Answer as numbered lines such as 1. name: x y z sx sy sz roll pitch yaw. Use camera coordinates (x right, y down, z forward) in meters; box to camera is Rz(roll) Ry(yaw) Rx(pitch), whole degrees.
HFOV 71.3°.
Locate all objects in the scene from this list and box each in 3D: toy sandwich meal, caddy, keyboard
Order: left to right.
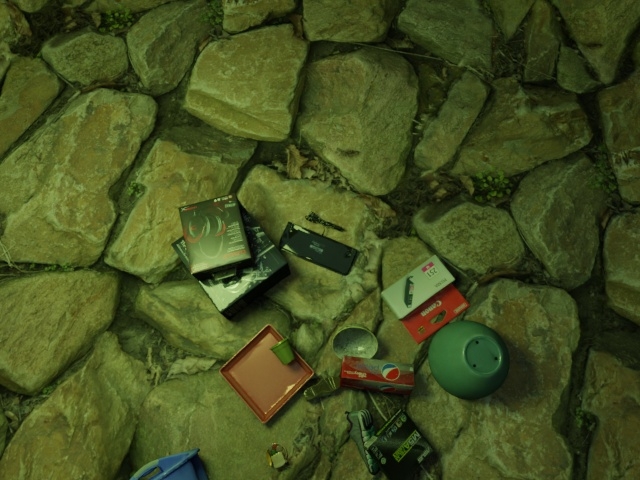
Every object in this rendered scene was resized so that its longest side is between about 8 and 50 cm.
1. caddy: -0.535 0.821 1.467 0.341 0.241 0.179 -32 78 -10
2. toy sandwich meal: -0.158 0.767 1.588 0.085 0.029 0.086 0 71 1
3. keyboard: 0.000 0.000 1.844 0.317 0.033 0.202 23 80 7

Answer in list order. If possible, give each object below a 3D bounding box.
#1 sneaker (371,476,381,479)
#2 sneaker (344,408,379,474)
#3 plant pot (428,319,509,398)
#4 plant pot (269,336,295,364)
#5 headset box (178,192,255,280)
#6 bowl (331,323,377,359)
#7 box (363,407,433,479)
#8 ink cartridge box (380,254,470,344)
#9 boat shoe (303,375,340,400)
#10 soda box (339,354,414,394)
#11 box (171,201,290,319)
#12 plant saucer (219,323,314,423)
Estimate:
1. sneaker: 0.213 0.855 1.549 0.083 0.035 0.031 36 75 12
2. sneaker: 0.151 0.715 1.593 0.098 0.083 0.224 -16 83 37
3. plant pot: 0.553 0.421 1.607 0.290 0.195 0.290 0 71 1
4. plant pot: -0.132 0.411 1.639 0.083 0.083 0.079 -31 85 -9
5. headset box: -0.372 0.001 1.618 0.218 0.110 0.293 -15 71 -5
6. bowl: 0.128 0.369 1.677 0.170 0.170 0.080 3 27 2
7. box: 0.272 0.720 1.548 0.190 0.045 0.184 -37 92 -20
8. ink cartridge box: 0.414 0.229 1.746 0.275 0.060 0.239 -33 73 -10
9. boat shoe: 0.010 0.552 1.656 0.153 0.048 0.056 -24 60 -14
10. soda box: 0.205 0.494 1.631 0.263 0.083 0.092 6 48 3
11. box: -0.343 0.074 1.747 0.312 0.179 0.343 -37 75 -12
12. plant saucer: -0.200 0.494 1.672 0.258 0.048 0.259 -43 77 -12
